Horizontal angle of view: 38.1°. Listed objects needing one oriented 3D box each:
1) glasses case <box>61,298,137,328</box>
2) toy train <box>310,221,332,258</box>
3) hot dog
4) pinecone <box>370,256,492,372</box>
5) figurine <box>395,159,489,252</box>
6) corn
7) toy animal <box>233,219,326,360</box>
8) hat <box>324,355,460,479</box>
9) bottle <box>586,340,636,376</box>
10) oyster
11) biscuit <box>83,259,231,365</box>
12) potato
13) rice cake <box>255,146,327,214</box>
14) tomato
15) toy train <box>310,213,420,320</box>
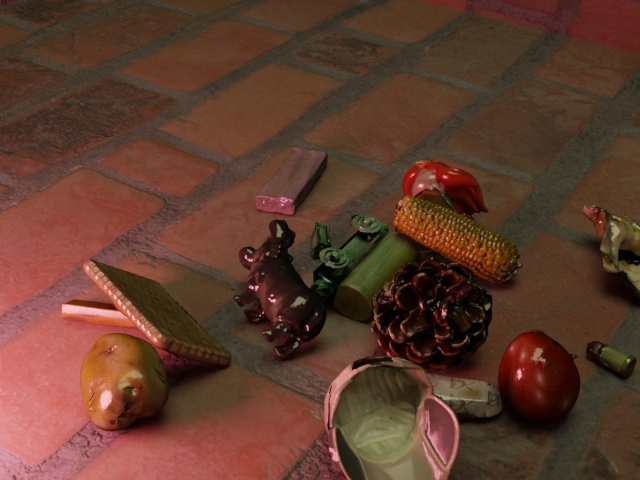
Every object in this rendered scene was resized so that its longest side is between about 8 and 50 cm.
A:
[{"bbox_3d":[-0.452,0.156,1.950,0.170,0.041,0.064,6,7,6],"label":"glasses case"},{"bbox_3d":[0.000,0.000,2.202,0.038,0.056,0.093,14,31,-14],"label":"toy train"},{"bbox_3d":[0.255,0.300,1.779,0.192,0.053,0.099,6,35,0],"label":"hot dog"},{"bbox_3d":[0.233,0.146,1.844,0.243,0.243,0.257,-23,0,-33],"label":"pinecone"},{"bbox_3d":[0.293,-0.098,2.287,0.208,0.181,0.257,-25,20,29],"label":"figurine"},{"bbox_3d":[0.315,-0.005,2.120,0.318,0.115,0.115,29,35,-4],"label":"corn"},{"bbox_3d":[-0.101,0.093,1.969,0.168,0.106,0.343,-27,43,3],"label":"toy animal"},{"bbox_3d":[0.117,0.341,1.631,0.232,0.161,0.275,-18,61,-11],"label":"hat"},{"bbox_3d":[0.593,0.239,1.902,0.101,0.047,0.063,26,4,38],"label":"bottle"},{"bbox_3d":[0.723,0.039,2.158,0.275,0.100,0.271,31,32,0],"label":"oyster"},{"bbox_3d":[-0.336,0.148,1.883,0.325,0.044,0.217,36,8,39],"label":"biscuit"},{"bbox_3d":[-0.365,0.260,1.716,0.155,0.137,0.200,-10,36,-18],"label":"potato"},{"bbox_3d":[-0.069,-0.160,2.444,0.106,0.050,0.298,11,34,14],"label":"rice cake"},{"bbox_3d":[0.411,0.264,1.760,0.167,0.167,0.167,2,34,-1],"label":"tomato"},{"bbox_3d":[0.101,0.053,2.069,0.189,0.126,0.307,20,37,23],"label":"toy train"}]
